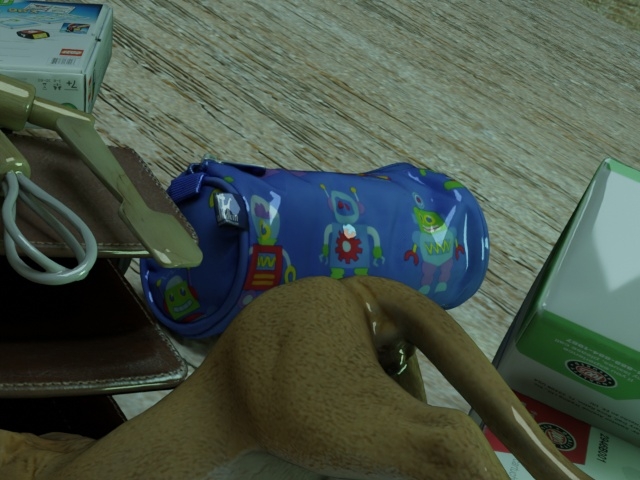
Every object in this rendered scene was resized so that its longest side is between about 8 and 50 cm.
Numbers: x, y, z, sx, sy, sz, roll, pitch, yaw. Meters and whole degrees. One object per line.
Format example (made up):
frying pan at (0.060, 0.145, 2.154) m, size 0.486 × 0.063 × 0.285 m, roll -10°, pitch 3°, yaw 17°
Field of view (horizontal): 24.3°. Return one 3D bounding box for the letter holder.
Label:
letter holder at (-0.216, 0.048, 0.810) m, size 0.302 × 0.152 × 0.214 m, roll 5°, pitch 29°, yaw -36°

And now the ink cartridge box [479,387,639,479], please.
ink cartridge box at (0.192, 0.216, 0.835) m, size 0.273 × 0.114 × 0.197 m, roll 25°, pitch 21°, yaw 6°

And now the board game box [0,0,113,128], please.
board game box at (-0.327, -0.148, 1.186) m, size 0.305 × 0.053 × 0.193 m, roll 3°, pitch 24°, yaw -2°

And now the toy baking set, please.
toy baking set at (-0.192, -0.044, 0.812) m, size 0.256 × 0.030 × 0.196 m, roll 16°, pitch 29°, yaw -16°

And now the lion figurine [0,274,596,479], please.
lion figurine at (-0.060, 0.111, 0.610) m, size 0.142 × 0.392 × 0.240 m, roll 51°, pitch 17°, yaw -45°

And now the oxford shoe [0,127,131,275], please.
oxford shoe at (-0.223, -0.022, 1.067) m, size 0.227 × 0.082 × 0.096 m, roll 23°, pitch 21°, yaw 38°

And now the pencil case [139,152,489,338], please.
pencil case at (0.000, 0.000, 1.148) m, size 0.119 × 0.133 × 0.306 m, roll -4°, pitch -1°, yaw 43°

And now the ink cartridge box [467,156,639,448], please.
ink cartridge box at (0.221, 0.087, 0.954) m, size 0.201 × 0.117 × 0.278 m, roll 24°, pitch -21°, yaw 6°
